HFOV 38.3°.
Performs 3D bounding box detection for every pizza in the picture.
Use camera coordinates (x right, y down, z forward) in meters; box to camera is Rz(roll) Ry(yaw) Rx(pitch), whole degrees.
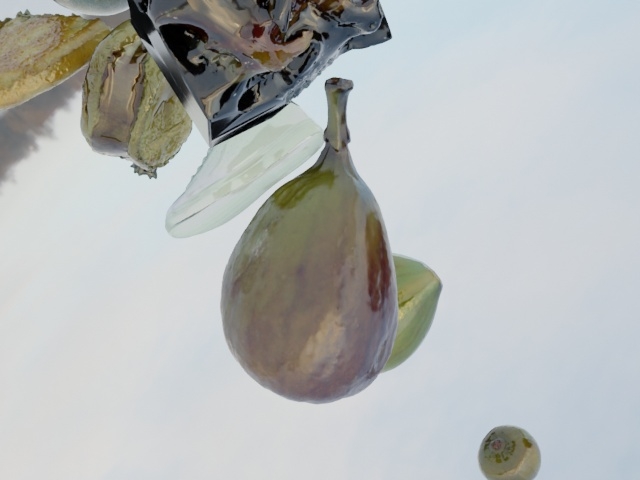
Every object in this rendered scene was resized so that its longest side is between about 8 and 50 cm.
[{"bbox_3d":[-0.492,-0.336,1.605,0.280,0.075,0.288,-28,-140,-8],"label":"pizza"}]

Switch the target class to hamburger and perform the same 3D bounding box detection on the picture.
[{"bbox_3d":[-0.291,-0.240,1.486,0.211,0.132,0.309,-35,153,-57],"label":"hamburger"}]

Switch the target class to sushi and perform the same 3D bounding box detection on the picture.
[{"bbox_3d":[-0.065,-0.256,0.864,0.227,0.215,0.212,-32,173,-10],"label":"sushi"}]

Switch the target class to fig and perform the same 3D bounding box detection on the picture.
[{"bbox_3d":[-0.002,0.000,0.783,0.145,0.274,0.170,11,-171,28],"label":"fig"},{"bbox_3d":[0.225,0.257,1.079,0.074,0.088,0.074,-23,-135,25],"label":"fig"},{"bbox_3d":[0.131,0.140,1.881,0.271,0.239,0.239,-27,-155,22],"label":"fig"}]

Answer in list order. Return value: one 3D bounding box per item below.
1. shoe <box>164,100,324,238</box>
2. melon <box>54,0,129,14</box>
[{"bbox_3d":[-0.125,-0.112,1.324,0.265,0.110,0.095,-33,164,-3],"label":"shoe"},{"bbox_3d":[-0.418,-0.540,1.654,0.248,0.248,0.329,-47,168,-2],"label":"melon"}]
